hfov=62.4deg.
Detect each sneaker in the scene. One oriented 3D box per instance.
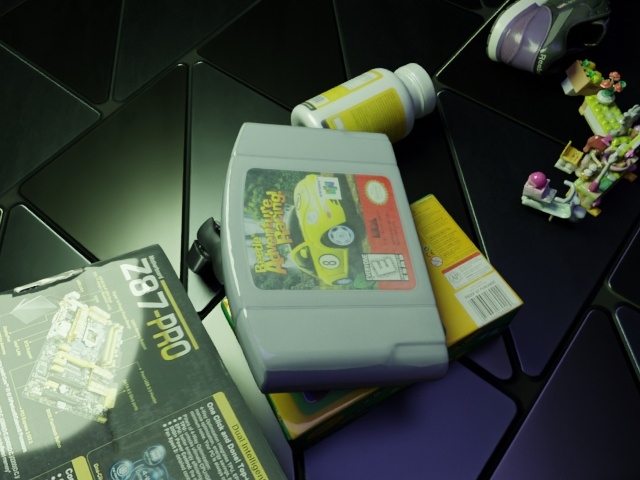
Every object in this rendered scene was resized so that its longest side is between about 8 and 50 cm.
[{"bbox_3d":[0.393,-0.344,0.800,0.283,0.107,0.124,-43,58,-10],"label":"sneaker"}]

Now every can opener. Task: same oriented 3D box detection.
[{"bbox_3d":[-0.105,0.022,0.601,0.059,0.186,0.073,20,95,-28],"label":"can opener"}]

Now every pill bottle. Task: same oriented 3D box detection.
[{"bbox_3d":[0.061,-0.169,0.718,0.184,0.103,0.103,-28,62,-13],"label":"pill bottle"}]

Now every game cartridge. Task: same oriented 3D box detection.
[{"bbox_3d":[0.000,0.000,0.527,0.196,0.060,0.294,-1,57,-13],"label":"game cartridge"}]

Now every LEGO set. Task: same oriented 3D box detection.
[{"bbox_3d":[0.370,-0.151,0.687,0.132,0.107,0.287,22,63,15],"label":"LEGO set"}]

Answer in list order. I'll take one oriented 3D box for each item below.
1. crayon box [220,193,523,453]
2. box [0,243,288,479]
[{"bbox_3d":[0.053,0.083,0.582,0.278,0.081,0.165,-27,61,-12],"label":"crayon box"},{"bbox_3d":[-0.181,0.210,0.347,0.318,0.097,0.395,-22,59,-26],"label":"box"}]
